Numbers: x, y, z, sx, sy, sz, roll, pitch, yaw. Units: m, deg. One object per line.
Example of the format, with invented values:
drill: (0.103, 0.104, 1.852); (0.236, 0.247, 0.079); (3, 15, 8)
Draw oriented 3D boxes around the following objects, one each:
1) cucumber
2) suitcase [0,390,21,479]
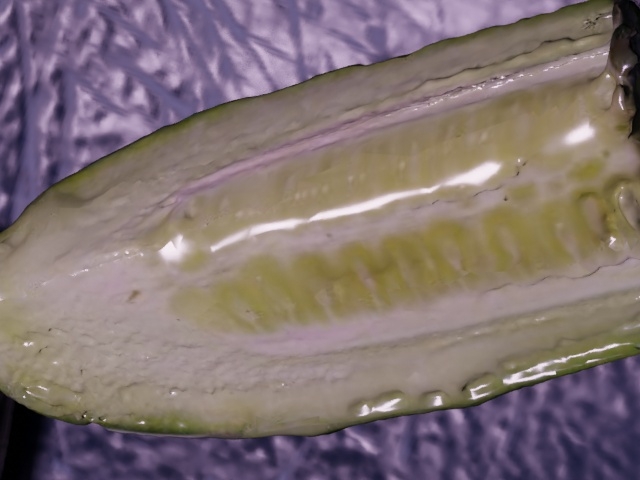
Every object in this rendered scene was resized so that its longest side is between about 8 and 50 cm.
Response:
cucumber: (0.001, 0.001, 0.850); (0.325, 0.105, 0.145); (-16, 120, 18)
suitcase: (-0.254, 0.118, 0.959); (0.206, 0.066, 0.285); (15, 102, 13)
